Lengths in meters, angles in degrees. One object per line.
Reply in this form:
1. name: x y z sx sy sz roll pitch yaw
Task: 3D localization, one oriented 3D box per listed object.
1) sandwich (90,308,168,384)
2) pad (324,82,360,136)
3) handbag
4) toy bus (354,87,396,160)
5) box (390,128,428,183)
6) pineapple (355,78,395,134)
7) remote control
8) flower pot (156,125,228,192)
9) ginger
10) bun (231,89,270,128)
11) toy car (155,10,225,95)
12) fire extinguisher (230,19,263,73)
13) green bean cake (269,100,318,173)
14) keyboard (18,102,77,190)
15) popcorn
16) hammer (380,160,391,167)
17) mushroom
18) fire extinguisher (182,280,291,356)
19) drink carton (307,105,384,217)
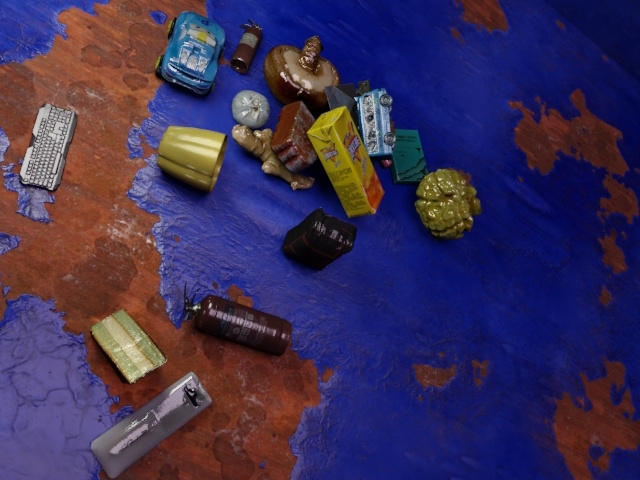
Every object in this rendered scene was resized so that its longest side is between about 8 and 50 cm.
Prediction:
1. sandwich: -0.505 0.271 1.330 0.117 0.144 0.187 -32 90 -34
2. pad: 0.102 -0.450 1.851 0.163 0.004 0.243 -23 100 -41
3. handbag: 0.000 0.000 1.645 0.169 0.215 0.155 32 53 -19
4. toy bus: 0.200 -0.414 1.835 0.134 0.113 0.247 -6 88 6
5. box: 0.343 -0.337 2.033 0.160 0.042 0.227 -4 75 -27
6. pineapple: 0.204 -0.501 1.969 0.128 0.128 0.248 -9 77 -30
7. remote control: -0.438 0.482 1.344 0.313 0.055 0.109 -33 90 -32
8. flower pot: -0.393 -0.261 1.552 0.179 0.195 0.195 18 65 -8
9. ginger: -0.160 -0.285 1.732 0.333 0.081 0.148 45 38 -20
10. bun: -0.236 -0.457 1.749 0.140 0.083 0.141 10 70 -28
11. toy car: -0.413 -0.636 1.674 0.198 0.166 0.314 21 64 -24
12. fire extinguisher: -0.269 -0.713 1.831 0.099 0.071 0.231 12 64 6
13. green bean cake: -0.082 -0.345 1.712 0.198 0.097 0.233 51 37 -18
14. keyboard: -0.773 -0.269 1.444 0.106 0.016 0.263 13 68 -23
15. popcorn: 0.485 -0.141 1.943 0.258 0.224 0.270 41 49 -29
16. hammer: 0.244 -0.323 1.978 0.043 0.043 0.083 -34 91 -32
17. mushroom: -0.066 -0.597 1.843 0.297 0.163 0.278 20 75 -23
18. fire extinguisher: -0.253 0.230 1.488 0.337 0.114 0.136 22 80 -20
19. drink carton: 0.093 -0.262 1.741 0.351 0.111 0.155 62 35 -27
